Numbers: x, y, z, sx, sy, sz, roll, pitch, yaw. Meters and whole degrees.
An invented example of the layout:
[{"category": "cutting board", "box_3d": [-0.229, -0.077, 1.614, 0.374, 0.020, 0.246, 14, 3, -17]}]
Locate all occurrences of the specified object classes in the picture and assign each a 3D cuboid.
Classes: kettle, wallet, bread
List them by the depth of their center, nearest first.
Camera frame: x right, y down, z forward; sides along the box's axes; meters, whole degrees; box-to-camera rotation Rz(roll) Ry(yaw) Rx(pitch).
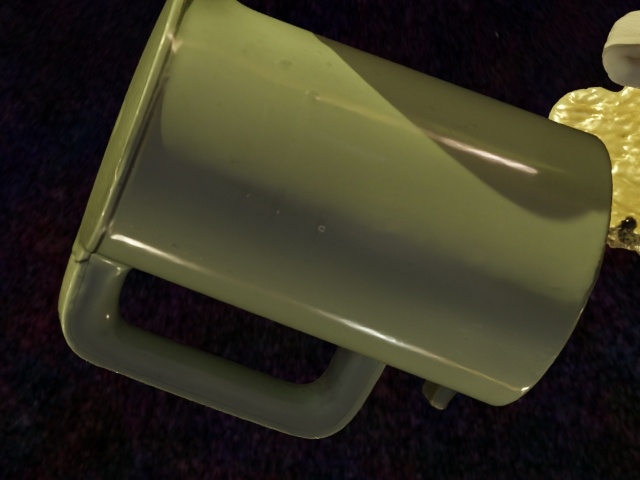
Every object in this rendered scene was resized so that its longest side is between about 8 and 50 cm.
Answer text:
[{"category": "kettle", "box_3d": [0.003, -0.014, 0.931, 0.318, 0.205, 0.265, 20, 138, -13]}, {"category": "wallet", "box_3d": [0.285, -0.148, 1.035, 0.124, 0.183, 0.032, 11, 113, 13]}, {"category": "bread", "box_3d": [0.304, -0.058, 1.133, 0.251, 0.039, 0.182, 23, 70, 27]}]
